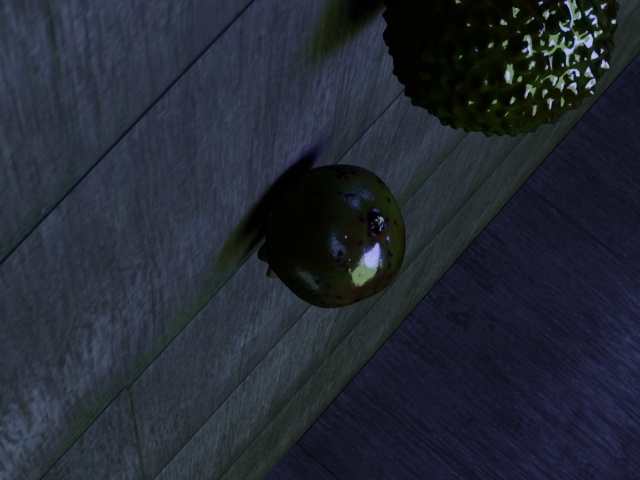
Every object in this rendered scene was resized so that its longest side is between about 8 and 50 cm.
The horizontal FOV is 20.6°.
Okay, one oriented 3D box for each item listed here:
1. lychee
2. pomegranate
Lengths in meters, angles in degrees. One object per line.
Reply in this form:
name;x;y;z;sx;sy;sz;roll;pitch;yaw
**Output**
lychee;0.112;-0.149;1.128;0.171;0.171;0.171;-49;171;-10
pomegranate;0.000;0.000;1.369;0.114;0.114;0.142;-44;-165;-35
